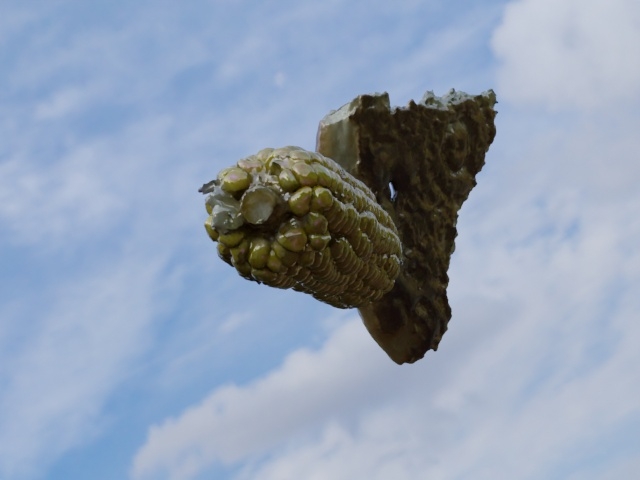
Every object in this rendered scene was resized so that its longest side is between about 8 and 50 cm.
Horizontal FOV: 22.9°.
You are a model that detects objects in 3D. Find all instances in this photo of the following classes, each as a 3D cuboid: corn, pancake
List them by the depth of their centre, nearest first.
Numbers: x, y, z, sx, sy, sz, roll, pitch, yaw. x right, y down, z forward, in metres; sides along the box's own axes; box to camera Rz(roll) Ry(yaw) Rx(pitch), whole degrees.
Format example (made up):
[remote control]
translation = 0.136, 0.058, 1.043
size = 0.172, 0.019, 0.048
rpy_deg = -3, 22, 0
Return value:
[corn]
translation = 0.000, 0.000, 1.125
size = 0.101, 0.101, 0.292
rpy_deg = -32, -17, 7
[pancake]
translation = 0.092, -0.044, 1.480
size = 0.244, 0.057, 0.266
rpy_deg = -45, -53, -29
